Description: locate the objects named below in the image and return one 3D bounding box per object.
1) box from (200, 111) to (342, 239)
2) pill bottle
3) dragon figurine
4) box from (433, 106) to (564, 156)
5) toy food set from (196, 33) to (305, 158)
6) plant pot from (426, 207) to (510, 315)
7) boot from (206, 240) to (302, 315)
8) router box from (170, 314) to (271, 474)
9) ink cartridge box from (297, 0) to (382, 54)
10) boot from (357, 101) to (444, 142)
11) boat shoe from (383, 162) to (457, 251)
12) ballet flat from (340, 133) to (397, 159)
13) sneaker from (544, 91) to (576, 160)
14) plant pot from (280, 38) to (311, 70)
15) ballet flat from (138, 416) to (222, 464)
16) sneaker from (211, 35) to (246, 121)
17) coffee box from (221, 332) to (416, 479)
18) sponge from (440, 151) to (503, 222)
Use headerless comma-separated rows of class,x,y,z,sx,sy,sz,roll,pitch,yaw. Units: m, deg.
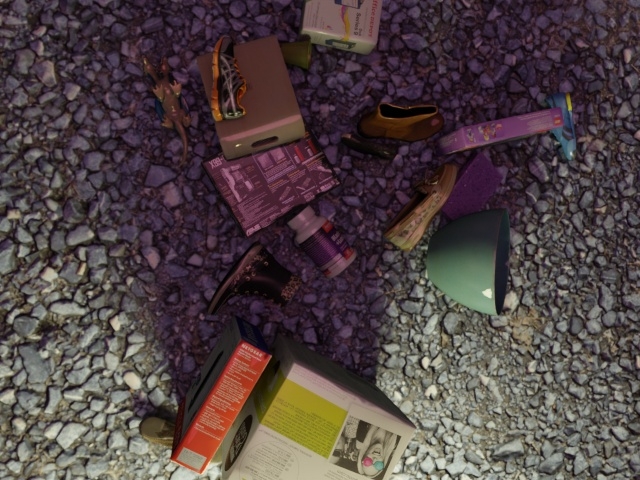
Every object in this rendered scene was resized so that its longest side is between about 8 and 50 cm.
box,-0.133,-0.180,1.458,0.307,0.076,0.242,-31,95,-8
pill bottle,0.000,0.000,1.467,0.108,0.108,0.193,-42,97,-7
dragon figurine,-0.391,-0.350,1.407,0.085,0.144,0.289,-21,113,-10
box,0.494,-0.302,1.501,0.293,0.201,0.057,-13,93,-10
toy food set,-0.185,-0.385,1.413,0.220,0.092,0.306,-17,79,-4
plant pot,0.406,0.053,1.479,0.195,0.290,0.290,3,90,27
boot,-0.179,0.142,1.453,0.179,0.085,0.236,38,86,-11
router box,-0.248,0.357,1.317,0.082,0.335,0.301,31,85,-11
ink cartridge box,0.056,-0.621,1.477,0.212,0.093,0.154,9,89,-11
boot,0.247,-0.334,1.417,0.264,0.280,0.096,3,91,-10
boat shoe,0.288,-0.107,1.517,0.089,0.104,0.285,32,86,-11
ballet flat,0.138,-0.273,1.518,0.173,0.057,0.049,15,77,-16
sneaker,0.728,-0.342,1.617,0.082,0.069,0.209,-10,103,23
plant pot,-0.069,-0.515,1.469,0.079,0.083,0.083,6,90,2
ballet flat,-0.373,0.541,1.444,0.250,0.058,0.084,24,54,-15
sneaker,-0.226,-0.402,1.331,0.083,0.084,0.214,0,88,0
coffee box,-0.028,0.486,1.354,0.338,0.337,0.334,30,86,-9
sponge,0.439,-0.144,1.570,0.117,0.031,0.210,40,83,-19
